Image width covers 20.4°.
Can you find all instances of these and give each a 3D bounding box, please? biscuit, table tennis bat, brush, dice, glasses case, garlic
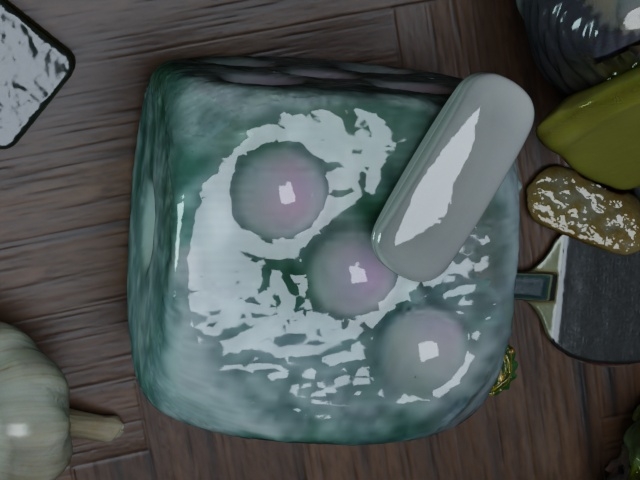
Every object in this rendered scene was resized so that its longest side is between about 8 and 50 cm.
[{"bbox_3d":[0.291,-0.032,1.923,0.147,0.018,0.071,21,85,-9],"label":"biscuit"},{"bbox_3d":[0.282,0.054,1.948,0.301,0.022,0.173,2,100,-13],"label":"table tennis bat"},{"bbox_3d":[-0.346,-0.189,1.740,0.197,0.059,0.123,38,91,-17],"label":"brush"},{"bbox_3d":[0.000,0.000,1.717,0.348,0.330,0.327,1,102,-14],"label":"dice"},{"bbox_3d":[0.114,-0.055,1.533,0.074,0.049,0.193,30,93,-17],"label":"glasses case"},{"bbox_3d":[-0.286,0.178,1.798,0.226,0.199,0.199,2,103,-42],"label":"garlic"}]

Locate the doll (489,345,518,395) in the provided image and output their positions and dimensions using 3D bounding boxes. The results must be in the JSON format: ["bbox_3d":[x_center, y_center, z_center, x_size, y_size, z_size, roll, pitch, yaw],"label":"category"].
[{"bbox_3d":[0.161,0.131,1.901,0.077,0.113,0.078,28,97,20],"label":"doll"}]

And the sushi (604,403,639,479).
[{"bbox_3d":[0.408,0.220,1.939,0.107,0.161,0.241,40,93,-16],"label":"sushi"}]

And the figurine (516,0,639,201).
[{"bbox_3d":[0.339,-0.246,1.786,0.266,0.361,0.377,-14,65,14],"label":"figurine"}]
